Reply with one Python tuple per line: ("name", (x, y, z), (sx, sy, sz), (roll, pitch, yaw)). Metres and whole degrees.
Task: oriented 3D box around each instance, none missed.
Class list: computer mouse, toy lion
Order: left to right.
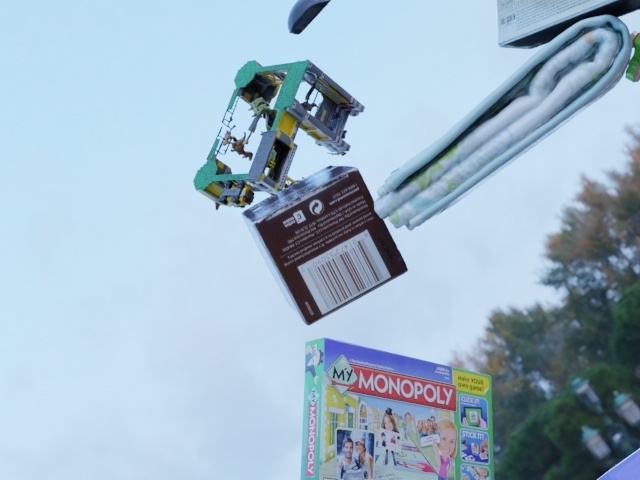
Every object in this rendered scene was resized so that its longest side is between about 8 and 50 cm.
("computer mouse", (0.028, -0.437, 1.612), (0.242, 0.041, 0.071), (-47, 9, 3))
("toy lion", (0.445, -0.264, 1.312), (0.100, 0.034, 0.096), (-52, -25, -7))

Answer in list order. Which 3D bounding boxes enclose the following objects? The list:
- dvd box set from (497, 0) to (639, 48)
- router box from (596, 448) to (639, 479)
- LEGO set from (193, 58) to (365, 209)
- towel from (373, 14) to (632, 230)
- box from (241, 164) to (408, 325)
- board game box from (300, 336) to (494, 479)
("dvd box set", (0.319, -0.477, 1.209), (0.062, 0.420, 0.307), (-1, -3, -23))
("router box", (0.482, 0.263, 1.113), (0.335, 0.082, 0.301), (-34, -38, -4))
("LEGO set", (-0.064, -0.171, 1.796), (0.255, 0.331, 0.192), (-8, -31, 43))
("towel", (0.251, -0.155, 1.319), (0.374, 0.090, 0.320), (-37, -3, 15))
("box", (0.000, 0.000, 1.418), (0.168, 0.167, 0.203), (-29, 9, -6))
("board game box", (0.112, 0.265, 1.323), (0.317, 0.213, 0.046), (16, -24, -35))
